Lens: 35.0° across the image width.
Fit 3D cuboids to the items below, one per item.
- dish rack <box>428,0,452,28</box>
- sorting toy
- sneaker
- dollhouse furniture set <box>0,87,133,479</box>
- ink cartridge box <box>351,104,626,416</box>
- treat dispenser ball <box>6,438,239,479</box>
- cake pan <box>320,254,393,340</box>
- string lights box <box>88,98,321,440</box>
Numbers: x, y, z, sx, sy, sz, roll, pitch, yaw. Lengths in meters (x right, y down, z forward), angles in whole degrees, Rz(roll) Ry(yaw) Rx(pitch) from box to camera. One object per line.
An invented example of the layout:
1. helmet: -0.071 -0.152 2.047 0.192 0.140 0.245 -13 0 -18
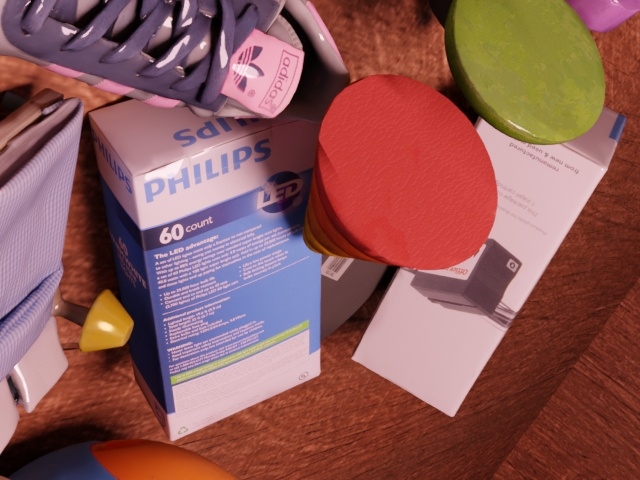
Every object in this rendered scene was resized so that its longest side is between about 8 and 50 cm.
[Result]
1. dish rack: 0.218 -0.266 0.845 0.271 0.074 0.208 -27 163 -44
2. sorting toy: 0.098 -0.091 0.700 0.365 0.127 0.126 -44 -175 -36
3. sneaker: -0.074 -0.115 0.490 0.112 0.131 0.319 -58 165 17
4. dollhouse furniture set: -0.123 0.035 0.493 0.303 0.198 0.286 -63 174 -58
5. ink cartridge box: 0.177 -0.005 1.059 0.307 0.129 0.223 -64 171 26
6. treat dispenser ball: -0.157 0.298 0.784 0.288 0.288 0.288 -39 153 -24
7. cake pan: 0.000 0.000 0.920 0.293 0.054 0.293 -39 153 -24
8. string lights box: -0.072 0.014 0.717 0.133 0.077 0.260 -21 137 -22
